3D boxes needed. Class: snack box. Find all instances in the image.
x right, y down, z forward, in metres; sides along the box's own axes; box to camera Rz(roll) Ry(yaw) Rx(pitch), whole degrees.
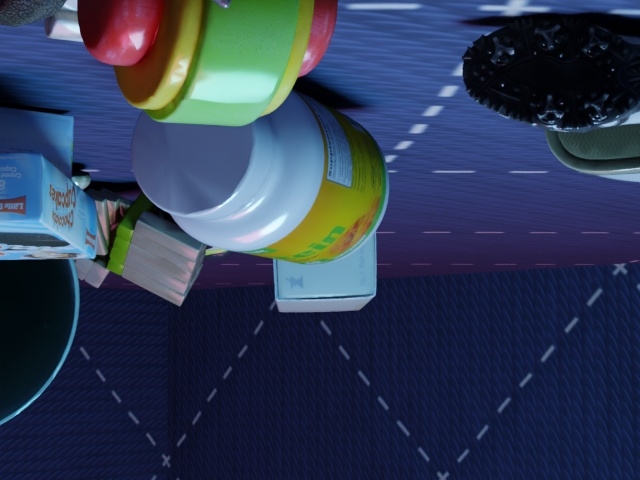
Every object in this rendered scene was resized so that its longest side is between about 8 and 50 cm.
[{"bbox_3d":[-0.361,-0.022,1.078,0.321,0.060,0.187,-1,171,3],"label":"snack box"},{"bbox_3d":[-0.344,-0.075,1.179,0.174,0.070,0.207,5,171,-35],"label":"snack box"}]

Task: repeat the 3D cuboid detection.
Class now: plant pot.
[{"bbox_3d":[-0.429,0.046,1.433,0.293,0.293,0.235,2,-172,-21],"label":"plant pot"}]

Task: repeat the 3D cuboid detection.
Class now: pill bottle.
[{"bbox_3d":[-0.046,-0.056,1.042,0.136,0.136,0.245,-2,174,22],"label":"pill bottle"}]

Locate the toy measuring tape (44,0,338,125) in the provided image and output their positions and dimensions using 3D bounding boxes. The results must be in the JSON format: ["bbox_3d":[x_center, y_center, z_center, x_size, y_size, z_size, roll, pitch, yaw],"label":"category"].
[{"bbox_3d":[-0.081,-0.104,0.662,0.121,0.121,0.330,2,174,-27],"label":"toy measuring tape"}]

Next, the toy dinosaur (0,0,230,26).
[{"bbox_3d":[-0.020,-0.143,0.413,0.313,0.121,0.160,2,164,32],"label":"toy dinosaur"}]

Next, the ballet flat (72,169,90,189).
[{"bbox_3d":[-0.306,-0.054,1.503,0.057,0.049,0.173,2,174,-32],"label":"ballet flat"}]

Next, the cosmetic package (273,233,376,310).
[{"bbox_3d":[0.000,0.000,1.537,0.113,0.160,0.309,-1,176,-2],"label":"cosmetic package"}]

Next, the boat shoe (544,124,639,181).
[{"bbox_3d":[0.321,-0.088,0.953,0.302,0.113,0.103,6,-178,21],"label":"boat shoe"}]

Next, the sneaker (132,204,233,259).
[{"bbox_3d":[-0.220,-0.028,1.783,0.234,0.084,0.097,-2,151,5],"label":"sneaker"}]

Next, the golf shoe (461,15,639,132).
[{"bbox_3d":[0.191,-0.104,0.876,0.198,0.077,0.094,1,175,1],"label":"golf shoe"}]

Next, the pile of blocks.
[{"bbox_3d":[-0.296,-0.027,1.655,0.362,0.149,0.113,7,-140,17],"label":"pile of blocks"}]
